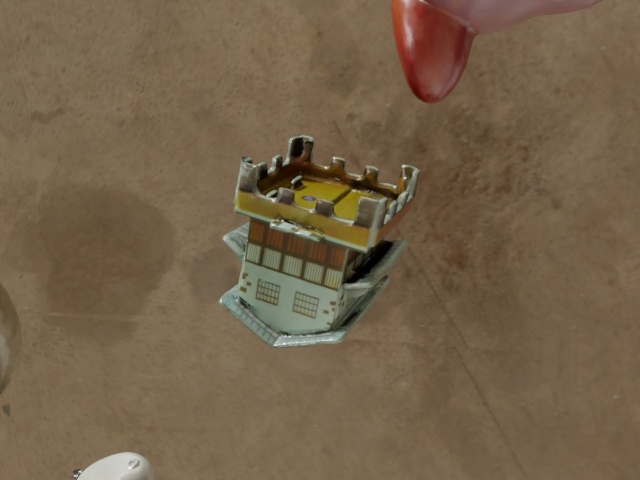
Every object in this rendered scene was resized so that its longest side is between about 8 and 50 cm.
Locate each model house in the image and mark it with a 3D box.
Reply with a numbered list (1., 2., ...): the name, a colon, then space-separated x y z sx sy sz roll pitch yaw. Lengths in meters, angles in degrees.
1. model house: 0.000 0.000 0.989 0.199 0.224 0.215 19 114 14

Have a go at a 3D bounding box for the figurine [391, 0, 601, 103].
1. figurine: 0.156 -0.328 0.780 0.262 0.269 0.211 -26 54 -2

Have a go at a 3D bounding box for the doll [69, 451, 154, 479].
1. doll: -0.244 0.364 0.994 0.110 0.107 0.180 -45 113 -48

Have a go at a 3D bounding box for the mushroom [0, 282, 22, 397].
1. mushroom: -0.404 0.113 0.696 0.244 0.243 0.243 2 84 -24
